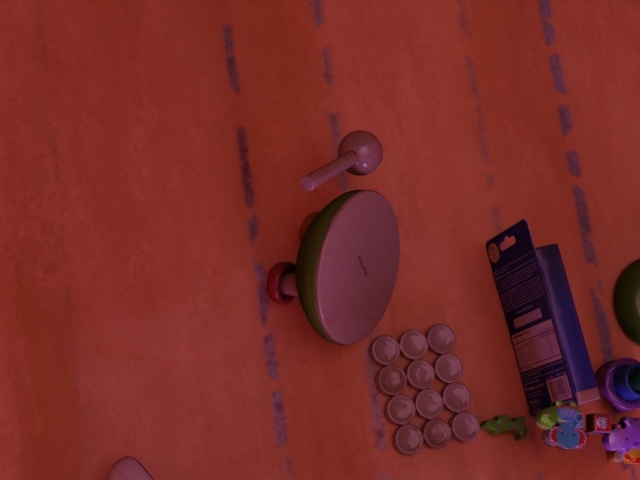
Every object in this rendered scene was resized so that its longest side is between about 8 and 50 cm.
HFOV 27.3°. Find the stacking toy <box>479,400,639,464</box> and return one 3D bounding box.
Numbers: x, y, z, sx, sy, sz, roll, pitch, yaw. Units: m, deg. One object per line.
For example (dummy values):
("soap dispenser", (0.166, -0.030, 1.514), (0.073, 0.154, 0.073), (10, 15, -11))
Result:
("stacking toy", (0.321, 0.229, 1.549), (0.221, 0.167, 0.052), (7, 75, -15))

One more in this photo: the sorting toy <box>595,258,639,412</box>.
("sorting toy", (0.464, 0.050, 1.657), (0.127, 0.126, 0.366), (34, 69, -6))

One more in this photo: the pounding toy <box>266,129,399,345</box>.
("pounding toy", (0.000, 0.000, 1.539), (0.183, 0.110, 0.237), (-35, 127, -49))

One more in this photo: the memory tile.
("memory tile", (0.125, 0.179, 1.588), (0.113, 0.012, 0.148), (-11, 80, -18))

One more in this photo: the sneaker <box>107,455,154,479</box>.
("sneaker", (-0.191, 0.378, 1.398), (0.123, 0.106, 0.290), (-18, 83, -22))

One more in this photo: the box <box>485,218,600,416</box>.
("box", (0.263, 0.092, 1.582), (0.036, 0.136, 0.225), (-12, 80, -17))
